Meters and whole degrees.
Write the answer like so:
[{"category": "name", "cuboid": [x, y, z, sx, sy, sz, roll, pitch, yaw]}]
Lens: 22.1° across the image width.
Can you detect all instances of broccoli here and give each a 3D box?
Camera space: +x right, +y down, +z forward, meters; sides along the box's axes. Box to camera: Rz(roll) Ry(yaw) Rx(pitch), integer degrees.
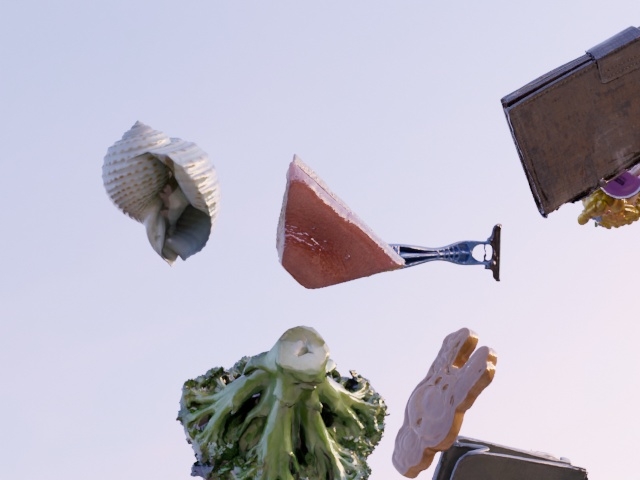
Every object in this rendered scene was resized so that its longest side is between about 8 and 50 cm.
[{"category": "broccoli", "cuboid": [-0.032, 0.216, 2.067, 0.269, 0.254, 0.269, -35, -28, -22]}]

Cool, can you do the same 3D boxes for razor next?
[{"category": "razor", "cuboid": [0.141, 0.021, 2.204, 0.253, 0.081, 0.042, -3, 5, -35]}]

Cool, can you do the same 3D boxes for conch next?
[{"category": "conch", "cuboid": [-0.213, -0.076, 2.299, 0.172, 0.131, 0.200, -10, -60, 26]}]

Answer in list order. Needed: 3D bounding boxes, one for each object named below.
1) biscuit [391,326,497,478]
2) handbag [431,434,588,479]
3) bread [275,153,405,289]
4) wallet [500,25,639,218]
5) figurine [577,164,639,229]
[{"category": "biscuit", "cuboid": [0.174, 0.241, 2.408, 0.040, 0.144, 0.236, 29, -81, -21]}, {"category": "handbag", "cuboid": [0.281, 0.448, 2.570, 0.260, 0.247, 0.079, 14, 5, -26]}, {"category": "bread", "cuboid": [0.000, 0.000, 1.984, 0.119, 0.192, 0.067, -46, 8, -12]}, {"category": "wallet", "cuboid": [0.370, -0.169, 1.945, 0.317, 0.044, 0.169, -30, -60, -9]}, {"category": "figurine", "cuboid": [0.374, -0.050, 2.154, 0.115, 0.095, 0.156, -43, -9, -7]}]
